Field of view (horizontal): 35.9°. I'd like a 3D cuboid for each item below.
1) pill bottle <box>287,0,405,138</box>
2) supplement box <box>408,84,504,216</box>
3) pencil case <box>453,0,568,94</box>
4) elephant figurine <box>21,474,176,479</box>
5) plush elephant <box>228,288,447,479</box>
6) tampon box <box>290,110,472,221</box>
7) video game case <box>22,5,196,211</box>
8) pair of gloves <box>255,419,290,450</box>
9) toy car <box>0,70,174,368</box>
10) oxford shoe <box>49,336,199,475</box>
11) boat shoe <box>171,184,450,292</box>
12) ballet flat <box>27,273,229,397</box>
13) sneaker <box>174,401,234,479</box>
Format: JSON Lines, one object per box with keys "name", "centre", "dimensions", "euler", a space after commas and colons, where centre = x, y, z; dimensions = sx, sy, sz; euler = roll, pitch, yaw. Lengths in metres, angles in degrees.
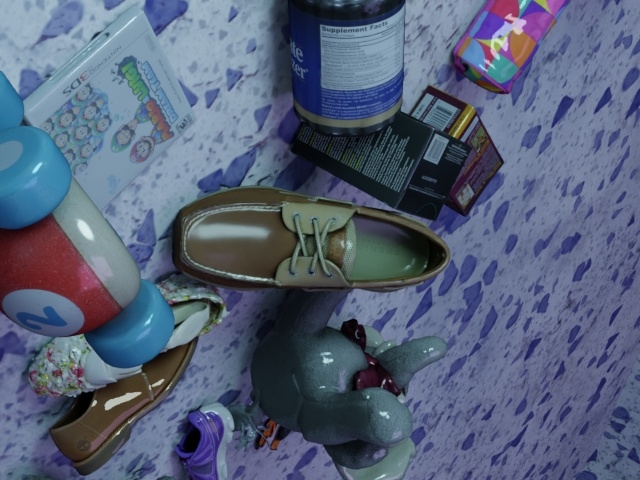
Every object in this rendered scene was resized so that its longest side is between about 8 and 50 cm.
{"name": "pill bottle", "centre": [0.028, -0.227, 1.026], "dimensions": [0.123, 0.123, 0.219], "euler": [-35, 140, -32]}
{"name": "supplement box", "centre": [0.181, -0.123, 1.398], "dimensions": [0.104, 0.081, 0.188], "euler": [-55, 150, -4]}
{"name": "pencil case", "centre": [0.270, -0.314, 1.332], "dimensions": [0.236, 0.104, 0.104], "euler": [-59, 150, 1]}
{"name": "elephant figurine", "centre": [-0.273, 0.368, 1.179], "dimensions": [0.239, 0.186, 0.169], "euler": [2, 161, -45]}
{"name": "plush elephant", "centre": [0.050, 0.187, 1.343], "dimensions": [0.255, 0.272, 0.330], "euler": [2, 147, -42]}
{"name": "tampon box", "centre": [0.073, -0.108, 1.172], "dimensions": [0.120, 0.161, 0.101], "euler": [11, 108, -60]}
{"name": "video game case", "centre": [-0.192, -0.117, 0.920], "dimensions": [0.143, 0.019, 0.157], "euler": [-46, 149, -16]}
{"name": "pair of gloves", "centre": [-0.066, 0.291, 1.515], "dimensions": [0.074, 0.010, 0.083], "euler": [-59, 151, 5]}
{"name": "toy car", "centre": [-0.279, 0.032, 0.778], "dimensions": [0.238, 0.210, 0.219], "euler": [-36, 136, -9]}
{"name": "oxford shoe", "centre": [-0.217, 0.159, 1.113], "dimensions": [0.076, 0.076, 0.212], "euler": [52, 56, -18]}
{"name": "boat shoe", "centre": [0.000, 0.000, 1.107], "dimensions": [0.324, 0.120, 0.122], "euler": [1, 90, -26]}
{"name": "ballet flat", "centre": [-0.198, 0.102, 1.067], "dimensions": [0.241, 0.077, 0.091], "euler": [-32, 132, -36]}
{"name": "sneaker", "centre": [-0.167, 0.293, 1.335], "dimensions": [0.071, 0.068, 0.170], "euler": [-8, 118, -34]}
